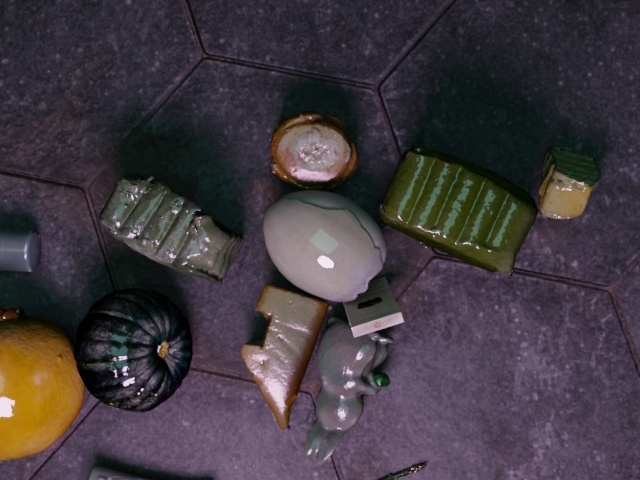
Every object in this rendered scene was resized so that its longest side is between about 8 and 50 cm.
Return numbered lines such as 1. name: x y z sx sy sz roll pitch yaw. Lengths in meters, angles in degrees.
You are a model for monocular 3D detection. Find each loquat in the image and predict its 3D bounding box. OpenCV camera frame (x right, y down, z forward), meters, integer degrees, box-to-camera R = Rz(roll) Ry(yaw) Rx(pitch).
1. loquat: -0.542 0.241 1.624 0.275 0.275 0.275 0 85 2

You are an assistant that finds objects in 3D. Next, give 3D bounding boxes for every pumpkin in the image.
1. pumpkin: -0.322 0.189 1.646 0.162 0.220 0.220 -4 84 36

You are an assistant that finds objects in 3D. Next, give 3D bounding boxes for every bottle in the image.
1. bottle: -0.661 0.014 1.739 0.286 0.082 0.082 2 85 2

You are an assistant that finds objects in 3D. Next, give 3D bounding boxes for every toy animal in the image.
1. toy animal: 0.038 0.269 1.682 0.125 0.127 0.251 21 89 -35

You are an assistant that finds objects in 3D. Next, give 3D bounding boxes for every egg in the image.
1. egg: 0.000 0.000 1.662 0.217 0.183 0.183 37 87 -11

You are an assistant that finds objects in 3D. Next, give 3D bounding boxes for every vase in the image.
1. vase: -0.301 0.460 1.687 0.219 0.096 0.096 7 86 0

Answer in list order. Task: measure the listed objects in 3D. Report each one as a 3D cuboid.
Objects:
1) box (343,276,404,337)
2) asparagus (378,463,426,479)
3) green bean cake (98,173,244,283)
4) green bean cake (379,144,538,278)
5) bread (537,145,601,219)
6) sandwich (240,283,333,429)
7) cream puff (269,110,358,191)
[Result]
1. box: 0.088 0.114 1.665 0.090 0.167 0.024 -18 110 1
2. asparagus: 0.116 0.436 1.711 0.163 0.016 0.016 -24 59 0
3. green bean cake: -0.251 -0.017 1.657 0.227 0.222 0.125 26 86 7
4. green bean cake: 0.232 -0.053 1.628 0.247 0.250 0.156 24 87 4
5. bread: 0.442 -0.094 1.706 0.103 0.156 0.110 17 119 10
6. sandwich: -0.074 0.204 1.682 0.128 0.122 0.236 19 87 2
7. cream puff: -0.013 -0.162 1.714 0.165 0.115 0.150 39 95 -5
